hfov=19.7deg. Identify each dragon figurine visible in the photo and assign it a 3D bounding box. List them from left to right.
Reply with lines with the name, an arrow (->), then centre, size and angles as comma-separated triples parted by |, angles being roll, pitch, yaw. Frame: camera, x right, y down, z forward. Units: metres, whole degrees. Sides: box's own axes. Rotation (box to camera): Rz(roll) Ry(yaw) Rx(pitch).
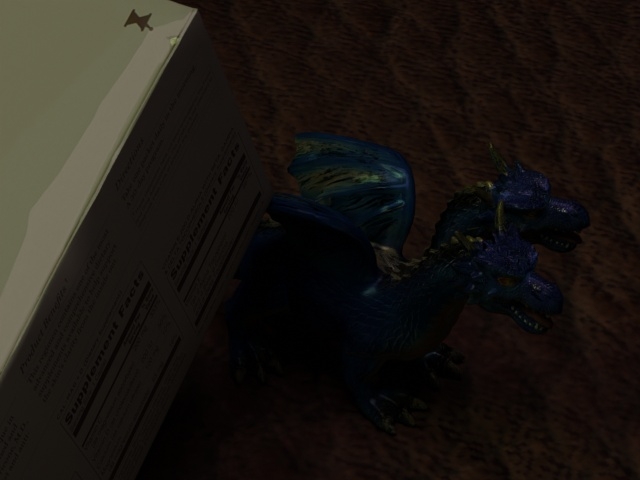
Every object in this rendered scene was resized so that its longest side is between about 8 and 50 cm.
dragon figurine -> 0.000, 0.000, 0.903 | 0.289, 0.144, 0.085 | 21, 38, 28

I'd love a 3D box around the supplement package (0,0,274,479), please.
supplement package -> -0.174, 0.024, 0.775 | 0.204, 0.145, 0.262 | 15, 63, 21
